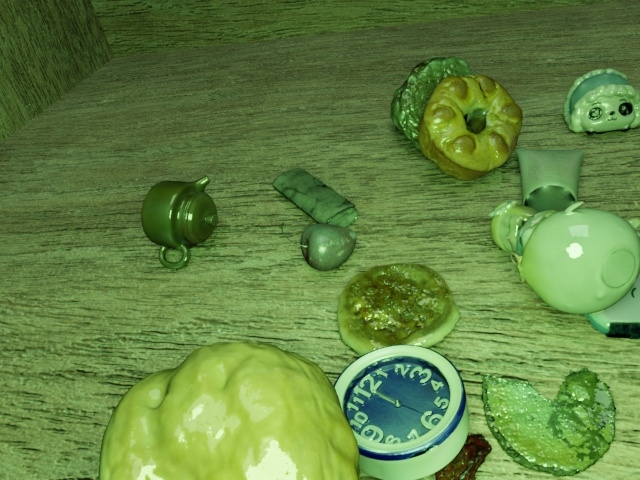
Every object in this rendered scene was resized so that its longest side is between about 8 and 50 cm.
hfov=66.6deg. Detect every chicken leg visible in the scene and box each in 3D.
[{"bbox_3d":[0.192,0.376,0.756,0.205,0.053,0.093,-31,19,-33],"label":"chicken leg"}]

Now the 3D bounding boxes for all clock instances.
[{"bbox_3d":[0.133,0.284,0.828,0.230,0.083,0.230,-16,29,9],"label":"clock"}]

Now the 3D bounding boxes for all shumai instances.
[{"bbox_3d":[0.360,-0.425,1.631,0.309,0.304,0.263,-18,5,-12],"label":"shumai"}]

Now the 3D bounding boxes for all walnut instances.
[{"bbox_3d":[-0.112,0.326,0.666,0.383,0.384,0.384,-7,39,6],"label":"walnut"}]

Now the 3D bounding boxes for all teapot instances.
[{"bbox_3d":[-0.363,-0.053,1.320,0.175,0.185,0.268,8,80,22],"label":"teapot"}]

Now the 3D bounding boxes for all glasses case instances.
[{"bbox_3d":[-0.023,-0.122,1.410,0.114,0.060,0.299,-29,42,-21],"label":"glasses case"}]

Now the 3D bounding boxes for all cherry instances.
[{"bbox_3d":[0.006,-0.004,1.220,0.148,0.115,0.188,-36,35,0],"label":"cherry"}]

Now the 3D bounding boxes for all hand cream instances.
[{"bbox_3d":[0.606,-0.168,1.292,0.185,0.118,0.359,4,33,23],"label":"hand cream"}]

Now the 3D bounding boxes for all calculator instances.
[{"bbox_3d":[0.660,0.124,0.948,0.293,0.051,0.173,0,39,13],"label":"calculator"}]

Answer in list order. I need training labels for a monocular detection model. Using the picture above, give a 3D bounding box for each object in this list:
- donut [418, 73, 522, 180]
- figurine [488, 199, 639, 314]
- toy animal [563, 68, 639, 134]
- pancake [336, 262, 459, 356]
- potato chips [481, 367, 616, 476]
[{"bbox_3d":[0.427,-0.324,1.395,0.317,0.150,0.299,-15,72,-21],"label":"donut"},{"bbox_3d":[0.494,-0.003,1.013,0.274,0.227,0.394,-18,15,-6],"label":"figurine"},{"bbox_3d":[0.870,-0.427,1.494,0.208,0.156,0.204,-2,36,17],"label":"toy animal"},{"bbox_3d":[0.161,0.144,1.051,0.282,0.049,0.282,-6,36,5],"label":"pancake"},{"bbox_3d":[0.393,0.292,0.830,0.219,0.029,0.202,-19,40,-5],"label":"potato chips"}]
